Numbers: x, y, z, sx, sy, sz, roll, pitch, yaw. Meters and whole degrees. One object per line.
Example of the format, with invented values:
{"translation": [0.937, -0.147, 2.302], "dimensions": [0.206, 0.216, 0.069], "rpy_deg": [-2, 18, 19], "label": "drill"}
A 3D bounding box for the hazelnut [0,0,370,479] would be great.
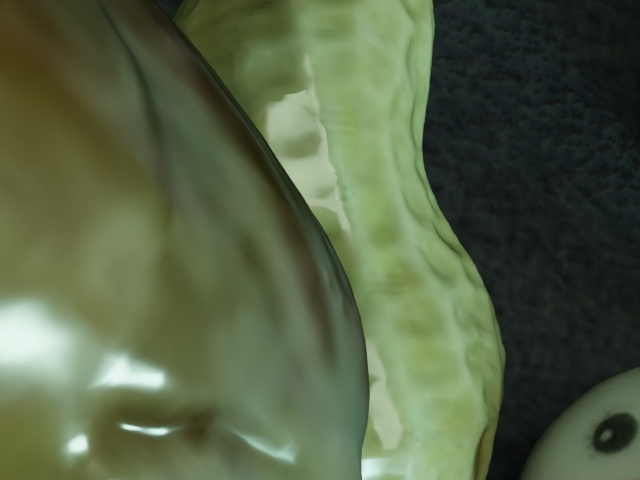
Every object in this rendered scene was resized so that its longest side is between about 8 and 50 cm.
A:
{"translation": [-0.162, 0.019, 0.473], "dimensions": [0.372, 0.372, 0.315], "rpy_deg": [27, 64, -4], "label": "hazelnut"}

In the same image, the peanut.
{"translation": [0.000, 0.000, 0.645], "dimensions": [0.136, 0.120, 0.298], "rpy_deg": [8, 68, -37], "label": "peanut"}

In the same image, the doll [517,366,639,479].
{"translation": [0.175, 0.144, 0.623], "dimensions": [0.251, 0.221, 0.221], "rpy_deg": [17, 67, -32], "label": "doll"}
